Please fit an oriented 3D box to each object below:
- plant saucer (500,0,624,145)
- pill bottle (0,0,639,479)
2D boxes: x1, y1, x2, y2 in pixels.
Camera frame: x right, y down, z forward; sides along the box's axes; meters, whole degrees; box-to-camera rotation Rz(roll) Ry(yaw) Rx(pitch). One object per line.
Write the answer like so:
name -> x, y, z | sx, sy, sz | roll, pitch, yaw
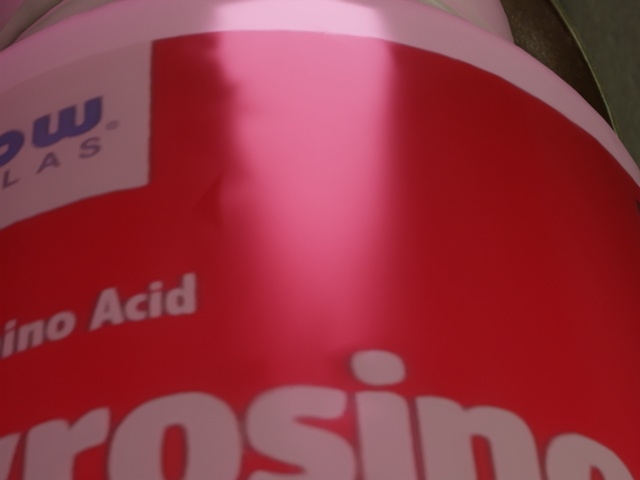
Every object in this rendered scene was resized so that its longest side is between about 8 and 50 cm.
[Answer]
plant saucer -> 0.000, 0.000, 0.737 | 0.311, 0.050, 0.310 | 6, 80, -37
pill bottle -> -0.012, 0.086, 0.454 | 0.229, 0.229, 0.407 | 34, 31, -29
